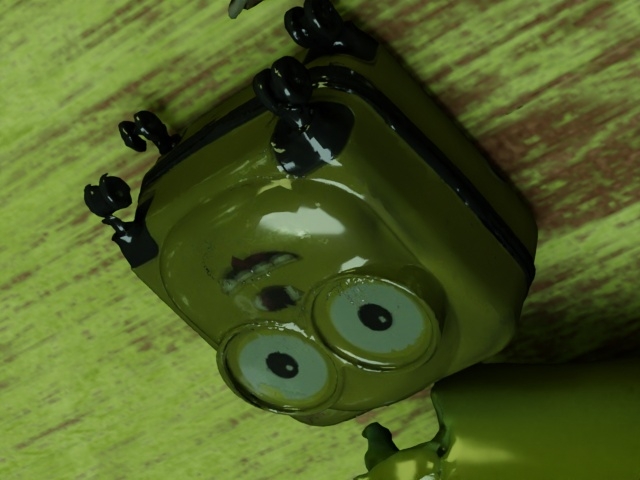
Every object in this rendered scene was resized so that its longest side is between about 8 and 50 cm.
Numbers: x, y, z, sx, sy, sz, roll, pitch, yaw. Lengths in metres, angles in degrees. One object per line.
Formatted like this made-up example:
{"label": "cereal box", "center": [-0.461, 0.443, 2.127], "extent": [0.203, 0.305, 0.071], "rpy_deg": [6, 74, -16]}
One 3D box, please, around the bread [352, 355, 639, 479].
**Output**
{"label": "bread", "center": [0.230, 0.182, 1.065], "extent": [0.377, 0.208, 0.251], "rpy_deg": [-2, 120, 19]}

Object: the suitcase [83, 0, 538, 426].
{"label": "suitcase", "center": [0.000, 0.000, 1.030], "extent": [0.194, 0.143, 0.235], "rpy_deg": [-30, 116, 34]}

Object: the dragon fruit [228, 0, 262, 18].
{"label": "dragon fruit", "center": [0.005, -0.250, 0.740], "extent": [0.277, 0.277, 0.342], "rpy_deg": [22, 129, -1]}
